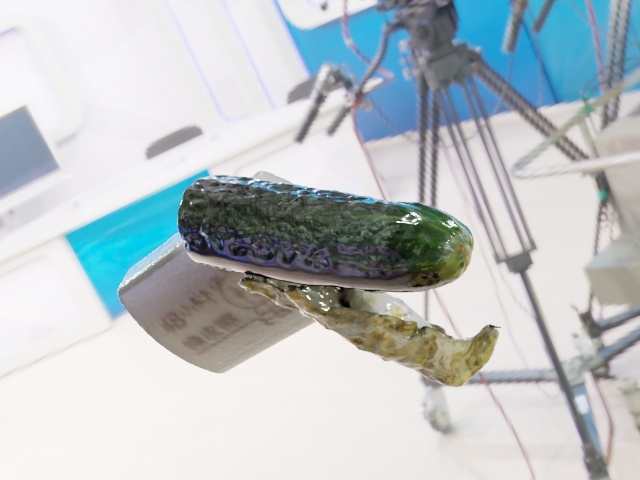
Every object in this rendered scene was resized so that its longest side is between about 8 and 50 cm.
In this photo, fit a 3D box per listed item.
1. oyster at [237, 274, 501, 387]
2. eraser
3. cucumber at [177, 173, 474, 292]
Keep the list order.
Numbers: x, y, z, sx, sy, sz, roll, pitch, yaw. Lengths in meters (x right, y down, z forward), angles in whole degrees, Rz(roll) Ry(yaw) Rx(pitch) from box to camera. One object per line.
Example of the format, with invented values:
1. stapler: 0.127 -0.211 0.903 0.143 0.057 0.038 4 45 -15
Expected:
1. oyster: 0.025 0.060 0.765 0.200 0.061 0.106 27 24 15
2. eraser: -0.090 0.045 1.154 0.270 0.174 0.094 -32 26 42
3. cucumber: 0.001 -0.001 0.710 0.241 0.074 0.074 10 36 41
